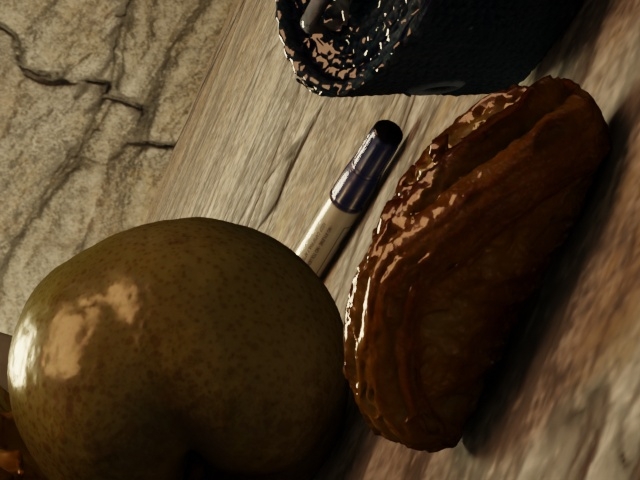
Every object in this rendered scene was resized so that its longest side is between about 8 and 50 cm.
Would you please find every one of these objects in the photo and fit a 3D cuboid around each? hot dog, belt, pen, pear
[{"bbox_3d":[0.051,0.005,0.698,0.099,0.065,0.147,-62,-4,-72],"label":"hot dog"},{"bbox_3d":[0.073,-0.154,0.814,0.122,0.128,0.218,54,133,35],"label":"belt"},{"bbox_3d":[0.000,0.000,1.154,0.025,0.025,0.204,-76,12,-46],"label":"pen"},{"bbox_3d":[-0.067,0.068,0.928,0.167,0.167,0.137,123,142,-50],"label":"pear"}]

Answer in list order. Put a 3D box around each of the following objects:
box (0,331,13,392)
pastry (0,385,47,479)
[{"bbox_3d":[-0.227,0.157,1.537,0.262,0.206,0.291,133,156,-66],"label":"box"},{"bbox_3d":[-0.230,0.244,1.059,0.337,0.292,0.405,-61,-16,-67],"label":"pastry"}]
